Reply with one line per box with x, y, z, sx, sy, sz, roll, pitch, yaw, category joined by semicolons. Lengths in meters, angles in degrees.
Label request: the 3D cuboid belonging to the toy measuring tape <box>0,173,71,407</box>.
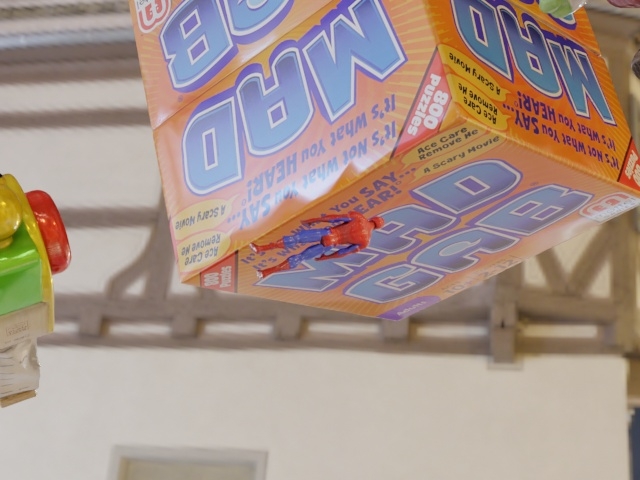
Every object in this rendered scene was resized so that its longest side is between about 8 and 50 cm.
-0.267;0.033;0.936;0.121;0.121;0.330;9;-29;-8;toy measuring tape

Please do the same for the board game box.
0.066;-0.158;1.217;0.356;0.356;0.357;-29;-27;34;board game box

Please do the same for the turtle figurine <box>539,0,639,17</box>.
0.212;-0.168;0.735;0.198;0.274;0.266;21;6;-36;turtle figurine

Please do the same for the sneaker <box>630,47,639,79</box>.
0.456;-0.222;1.329;0.188;0.071;0.066;11;-32;43;sneaker

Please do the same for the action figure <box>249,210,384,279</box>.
0.000;0.000;0.934;0.115;0.038;0.030;-16;9;-15;action figure
